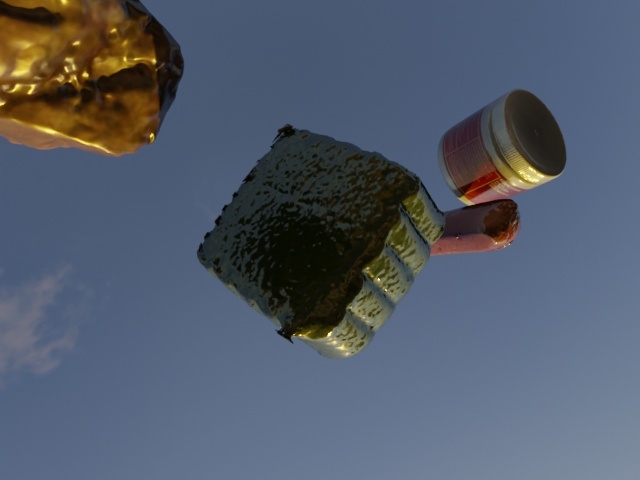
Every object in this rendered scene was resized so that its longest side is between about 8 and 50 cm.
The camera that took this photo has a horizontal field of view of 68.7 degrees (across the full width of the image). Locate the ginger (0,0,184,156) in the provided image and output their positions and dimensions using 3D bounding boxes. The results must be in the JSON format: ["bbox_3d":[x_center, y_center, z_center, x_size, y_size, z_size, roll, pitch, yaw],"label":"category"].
[{"bbox_3d":[-0.301,-0.205,0.460,0.223,0.269,0.200,32,-93,19],"label":"ginger"}]

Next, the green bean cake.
[{"bbox_3d":[0.000,0.000,0.616,0.247,0.250,0.156,-56,-37,-8],"label":"green bean cake"}]

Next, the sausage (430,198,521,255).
[{"bbox_3d":[0.290,-0.019,0.997,0.102,0.330,0.102,2,-96,-25],"label":"sausage"}]

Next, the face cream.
[{"bbox_3d":[0.383,-0.189,1.004,0.201,0.187,0.201,12,-113,-30],"label":"face cream"}]
